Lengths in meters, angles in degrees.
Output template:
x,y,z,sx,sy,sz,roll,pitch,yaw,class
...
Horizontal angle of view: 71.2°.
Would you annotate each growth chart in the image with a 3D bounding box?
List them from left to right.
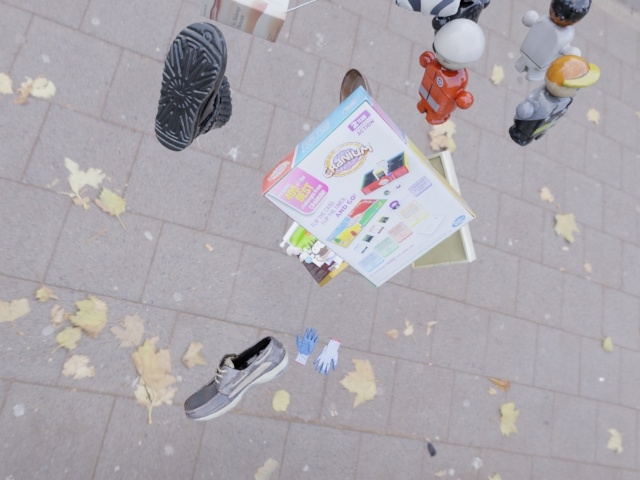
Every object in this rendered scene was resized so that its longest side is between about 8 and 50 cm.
x,y,z,sx,sy,sz,roll,pitch,yaw,class
0.000,0.000,1.401,0.237,0.021,0.172,25,96,-28,growth chart

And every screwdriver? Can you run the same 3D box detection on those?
x,y,z,sx,sy,sz,roll,pitch,yaw,class
-0.014,-0.591,1.095,0.169,0.025,0.024,-15,63,3,screwdriver

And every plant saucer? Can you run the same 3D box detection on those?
x,y,z,sx,sy,sz,roll,pitch,yaw,class
0.114,-0.425,1.376,0.036,0.198,0.199,-8,85,-20,plant saucer

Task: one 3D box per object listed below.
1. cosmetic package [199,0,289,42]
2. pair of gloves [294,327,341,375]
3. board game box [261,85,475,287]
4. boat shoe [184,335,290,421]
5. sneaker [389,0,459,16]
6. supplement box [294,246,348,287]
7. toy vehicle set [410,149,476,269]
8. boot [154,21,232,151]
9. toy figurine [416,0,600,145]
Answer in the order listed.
x,y,z,sx,sy,sz,roll,pitch,yaw,class
-0.276,-0.859,1.622,0.295,0.153,0.129,13,76,-17,cosmetic package
-0.016,0.454,1.838,0.198,0.023,0.160,24,80,0,pair of gloves
0.090,-0.078,0.814,0.316,0.242,0.064,40,25,-28,board game box
-0.270,0.409,1.380,0.355,0.132,0.130,-32,116,-16,boat shoe
0.099,-0.381,0.497,0.152,0.094,0.235,10,108,11,sneaker
0.011,0.053,1.743,0.129,0.191,0.194,-37,84,-21,supplement box
0.268,-0.068,1.099,0.035,0.165,0.267,-20,96,-44,toy vehicle set
-0.299,-0.415,1.173,0.131,0.348,0.260,36,36,-3,boot
0.244,-0.253,0.592,0.209,0.148,0.213,17,64,6,toy figurine
